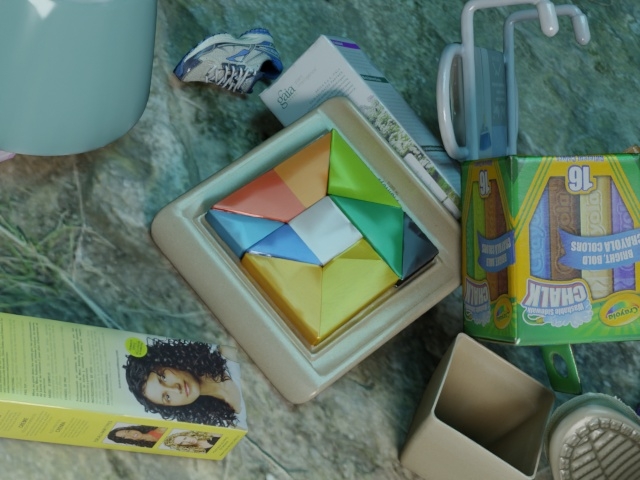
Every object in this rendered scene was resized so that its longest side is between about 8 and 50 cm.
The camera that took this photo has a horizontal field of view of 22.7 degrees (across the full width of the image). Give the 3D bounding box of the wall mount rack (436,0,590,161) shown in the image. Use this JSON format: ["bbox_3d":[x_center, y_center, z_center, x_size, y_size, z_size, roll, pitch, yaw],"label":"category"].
[{"bbox_3d":[0.218,-0.093,1.625,0.350,0.130,0.304,-13,99,-71],"label":"wall mount rack"}]

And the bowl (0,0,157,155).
[{"bbox_3d":[-0.267,-0.241,1.424,0.311,0.163,0.311,21,38,-17],"label":"bowl"}]

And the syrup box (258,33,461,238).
[{"bbox_3d":[0.057,-0.087,1.576,0.237,0.093,0.096,51,18,12],"label":"syrup box"}]

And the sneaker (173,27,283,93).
[{"bbox_3d":[-0.087,-0.176,1.603,0.135,0.052,0.058,-21,73,-43],"label":"sneaker"}]

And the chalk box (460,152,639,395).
[{"bbox_3d":[0.206,0.031,1.429,0.132,0.132,0.213,0,89,-16],"label":"chalk box"}]

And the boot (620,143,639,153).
[{"bbox_3d":[0.374,-0.038,1.700,0.073,0.197,0.152,1,61,-59],"label":"boot"}]

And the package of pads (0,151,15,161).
[{"bbox_3d":[-0.307,-0.086,1.388,0.050,0.032,0.083,50,43,12],"label":"package of pads"}]

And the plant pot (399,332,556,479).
[{"bbox_3d":[0.132,0.170,1.433,0.109,0.096,0.109,33,44,-8],"label":"plant pot"}]

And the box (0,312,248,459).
[{"bbox_3d":[-0.176,0.119,1.291,0.232,0.058,0.087,9,51,-28],"label":"box"}]

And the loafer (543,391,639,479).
[{"bbox_3d":[0.266,0.209,1.453,0.268,0.102,0.092,49,7,-46],"label":"loafer"}]

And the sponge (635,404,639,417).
[{"bbox_3d":[0.397,0.242,1.606,0.210,0.031,0.117,40,44,0],"label":"sponge"}]

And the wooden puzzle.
[{"bbox_3d":[0.000,0.000,1.459,0.238,0.044,0.221,-36,79,-23],"label":"wooden puzzle"}]
